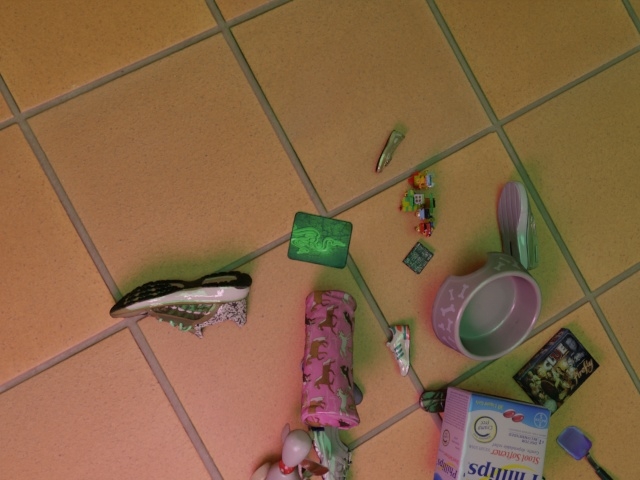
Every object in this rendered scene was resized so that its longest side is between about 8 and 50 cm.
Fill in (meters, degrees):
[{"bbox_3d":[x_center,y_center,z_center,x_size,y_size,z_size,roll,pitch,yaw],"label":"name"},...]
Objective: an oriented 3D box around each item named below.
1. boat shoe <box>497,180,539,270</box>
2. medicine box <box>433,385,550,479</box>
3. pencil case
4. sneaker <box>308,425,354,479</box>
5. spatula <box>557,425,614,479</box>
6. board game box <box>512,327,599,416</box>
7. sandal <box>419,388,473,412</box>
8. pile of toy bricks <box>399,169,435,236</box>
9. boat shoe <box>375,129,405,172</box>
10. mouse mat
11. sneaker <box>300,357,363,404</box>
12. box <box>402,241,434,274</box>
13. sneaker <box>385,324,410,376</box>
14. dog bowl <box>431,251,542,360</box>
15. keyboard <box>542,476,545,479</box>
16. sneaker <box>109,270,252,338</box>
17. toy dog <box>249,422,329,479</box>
[{"bbox_3d":[0.652,-0.045,1.648,0.094,0.109,0.302,-6,96,-24],"label":"boat shoe"},{"bbox_3d":[0.502,0.604,1.480,0.264,0.149,0.289,13,79,-10],"label":"medicine box"},{"bbox_3d":[0.029,0.325,1.413,0.160,0.167,0.386,3,57,-4],"label":"pencil case"},{"bbox_3d":[0.053,0.662,1.497,0.115,0.105,0.281,-16,88,-9],"label":"sneaker"},{"bbox_3d":[0.902,0.738,1.657,0.084,0.030,0.296,-43,93,-11],"label":"spatula"},{"bbox_3d":[0.773,0.430,1.652,0.243,0.042,0.165,-41,93,-9],"label":"board game box"},{"bbox_3d":[0.413,0.511,1.585,0.219,0.060,0.090,3,82,-4],"label":"sandal"},{"bbox_3d":[0.302,-0.115,1.598,0.105,0.118,0.212,0,96,23],"label":"pile of toy bricks"},{"bbox_3d":[0.222,-0.280,1.613,0.048,0.056,0.153,25,76,-1],"label":"boat shoe"},{"bbox_3d":[0.000,0.000,1.584,0.190,0.007,0.152,11,85,-7],"label":"mouse mat"},{"bbox_3d":[0.035,0.434,1.513,0.224,0.098,0.083,34,82,-5],"label":"sneaker"},{"bbox_3d":[0.314,0.057,1.621,0.067,0.018,0.083,39,82,-4],"label":"box"},{"bbox_3d":[0.242,0.343,1.579,0.075,0.057,0.161,1,87,8],"label":"sneaker"},{"bbox_3d":[0.514,0.210,1.527,0.349,0.102,0.348,-8,115,-18],"label":"dog bowl"},{"bbox_3d":[0.636,0.807,1.617,0.108,0.023,0.180,43,81,-4],"label":"keyboard"},{"bbox_3d":[-0.393,0.211,1.453,0.410,0.158,0.182,-7,105,-4],"label":"sneaker"},{"bbox_3d":[-0.065,0.631,1.410,0.161,0.334,0.220,-23,74,-45],"label":"toy dog"}]
